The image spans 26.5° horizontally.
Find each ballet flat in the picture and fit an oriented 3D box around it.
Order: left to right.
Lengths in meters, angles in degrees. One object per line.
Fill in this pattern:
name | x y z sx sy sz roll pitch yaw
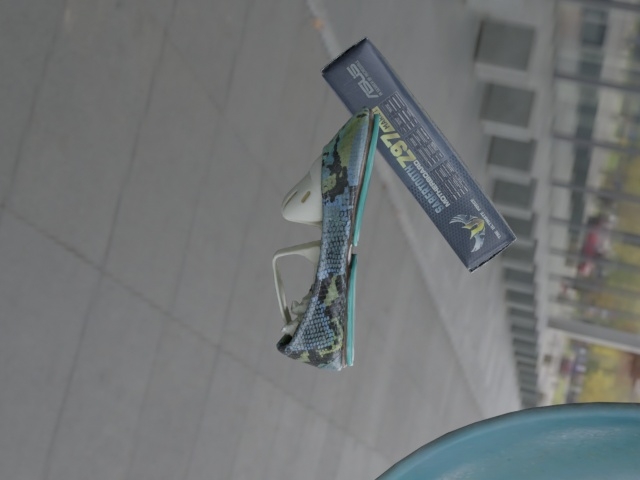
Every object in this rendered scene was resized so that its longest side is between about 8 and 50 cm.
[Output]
ballet flat | 0.000 0.000 0.922 0.070 0.070 0.188 -42 140 -70

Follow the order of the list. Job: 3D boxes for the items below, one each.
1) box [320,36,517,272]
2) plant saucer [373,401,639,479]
box | 0.094 -0.085 1.304 0.059 0.233 0.183 -37 -177 6
plant saucer | 0.104 0.189 0.318 0.043 0.317 0.318 -11 118 -42
